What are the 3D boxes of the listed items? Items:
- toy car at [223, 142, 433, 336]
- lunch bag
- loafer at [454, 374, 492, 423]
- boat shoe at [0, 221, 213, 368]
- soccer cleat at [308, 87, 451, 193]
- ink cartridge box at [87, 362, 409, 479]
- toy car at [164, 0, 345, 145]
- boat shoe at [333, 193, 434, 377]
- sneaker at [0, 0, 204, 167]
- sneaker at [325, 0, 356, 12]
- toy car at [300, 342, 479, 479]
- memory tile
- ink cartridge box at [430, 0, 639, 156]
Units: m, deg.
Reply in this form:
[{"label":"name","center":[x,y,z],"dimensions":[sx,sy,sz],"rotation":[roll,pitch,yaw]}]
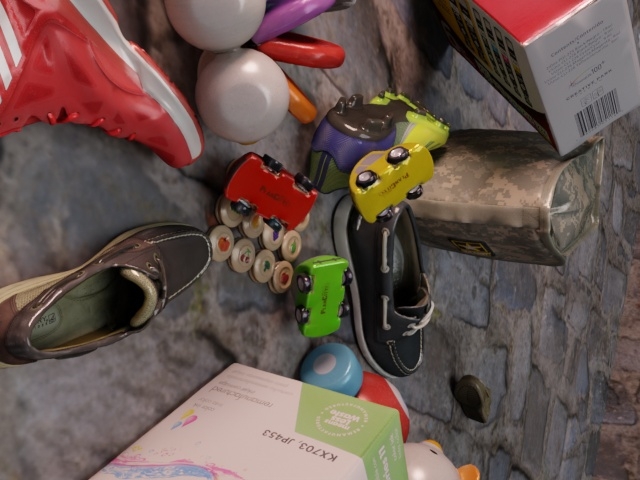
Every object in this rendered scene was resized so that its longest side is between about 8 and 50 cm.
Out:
[{"label":"toy car","center":[0.000,0.000,0.736],"dimensions":[0.239,0.053,0.224],"rotation":[-8,120,-27]},{"label":"lunch bag","center":[0.250,-0.061,0.974],"dimensions":[0.287,0.235,0.168],"rotation":[-26,119,-51]},{"label":"loafer","center":[0.277,0.277,1.229],"dimensions":[0.050,0.056,0.148],"rotation":[-62,150,-29]},{"label":"boat shoe","center":[-0.159,0.043,0.549],"dimensions":[0.224,0.074,0.080],"rotation":[-27,117,-50]},{"label":"soccer cleat","center":[0.075,-0.122,0.869],"dimensions":[0.289,0.093,0.121],"rotation":[-20,142,-57]},{"label":"ink cartridge box","center":[-0.100,0.257,0.550],"dimensions":[0.353,0.207,0.119],"rotation":[-36,125,-47]},{"label":"toy car","center":[-0.049,-0.176,0.576],"dimensions":[0.159,0.136,0.181],"rotation":[-109,-176,-64]},{"label":"boat shoe","center":[0.100,0.075,0.907],"dimensions":[0.114,0.091,0.302],"rotation":[-53,135,-36]},{"label":"sneaker","center":[-0.187,-0.103,0.507],"dimensions":[0.128,0.087,0.221],"rotation":[-50,136,-14]},{"label":"sneaker","center":[-0.038,-0.327,0.634],"dimensions":[0.281,0.105,0.115],"rotation":[40,63,-49]},{"label":"toy car","center":[0.090,0.266,0.797],"dimensions":[0.210,0.238,0.219],"rotation":[-59,139,-31]},{"label":"memory tile","center":[-0.062,-0.013,0.732],"dimensions":[0.148,0.012,0.113],"rotation":[34,68,-51]},{"label":"ink cartridge box","center":[0.244,-0.308,0.867],"dimensions":[0.130,0.309,0.272],"rotation":[-34,137,7]}]
